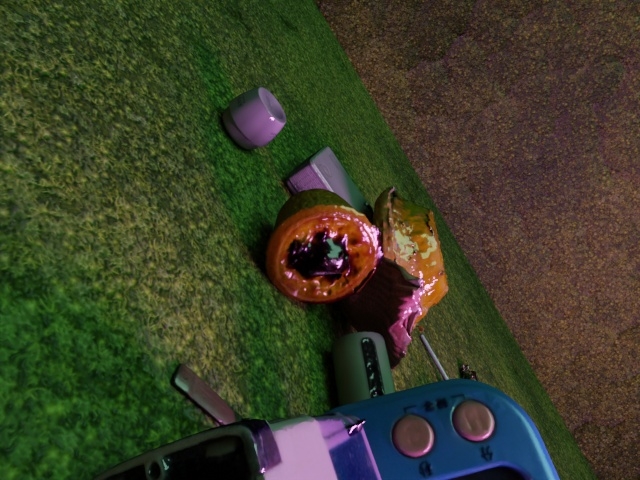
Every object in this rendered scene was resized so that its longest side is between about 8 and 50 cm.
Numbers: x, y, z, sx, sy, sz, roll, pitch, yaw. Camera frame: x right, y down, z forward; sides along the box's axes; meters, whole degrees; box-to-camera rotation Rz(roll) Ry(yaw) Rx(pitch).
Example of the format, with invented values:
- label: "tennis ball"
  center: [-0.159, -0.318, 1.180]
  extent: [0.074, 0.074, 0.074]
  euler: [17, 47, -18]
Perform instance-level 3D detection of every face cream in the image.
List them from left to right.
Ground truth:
- label: "face cream"
  center: [-0.140, -0.259, 1.006]
  extent: [0.117, 0.104, 0.117]
  euler: [46, 28, -33]

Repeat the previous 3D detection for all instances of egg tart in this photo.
- label: "egg tart"
  center: [0.000, 0.000, 0.881]
  extent: [0.215, 0.215, 0.170]
  euler: [46, 17, -30]
- label: "egg tart"
  center: [0.230, 0.043, 1.213]
  extent: [0.388, 0.169, 0.387]
  euler: [-8, 90, -75]

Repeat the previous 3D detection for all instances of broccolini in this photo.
- label: "broccolini"
  center: [0.438, 0.458, 1.445]
  extent: [0.254, 0.072, 0.057]
  euler: [-23, 125, -60]

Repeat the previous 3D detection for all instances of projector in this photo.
- label: "projector"
  center: [0.034, -0.092, 1.175]
  extent: [0.256, 0.099, 0.192]
  euler: [54, 25, -11]
- label: "projector"
  center: [0.089, 0.322, 0.791]
  extent: [0.108, 0.108, 0.337]
  euler: [39, 32, -40]

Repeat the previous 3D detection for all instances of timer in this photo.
- label: "timer"
  center: [0.136, 0.354, 0.603]
  extent: [0.115, 0.341, 0.308]
  euler: [81, -5, -58]

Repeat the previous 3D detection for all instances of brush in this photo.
- label: "brush"
  center: [-0.112, 0.224, 0.602]
  extent: [0.190, 0.028, 0.034]
  euler: [50, 23, -19]

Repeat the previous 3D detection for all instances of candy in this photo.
- label: "candy"
  center: [0.356, 0.395, 1.307]
  extent: [0.091, 0.083, 0.305]
  euler: [24, 34, -61]

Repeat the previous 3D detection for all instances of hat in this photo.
- label: "hat"
  center: [0.098, 0.104, 0.973]
  extent: [0.107, 0.236, 0.286]
  euler: [-11, 37, -35]

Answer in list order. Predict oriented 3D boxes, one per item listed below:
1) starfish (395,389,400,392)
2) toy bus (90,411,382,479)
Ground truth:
- label: "starfish"
  center: [0.184, 0.331, 0.957]
  extent: [0.217, 0.050, 0.223]
  euler: [27, -14, 7]
- label: "toy bus"
  center: [-0.015, 0.374, 0.393]
  extent: [0.249, 0.209, 0.439]
  euler: [15, 50, -61]
